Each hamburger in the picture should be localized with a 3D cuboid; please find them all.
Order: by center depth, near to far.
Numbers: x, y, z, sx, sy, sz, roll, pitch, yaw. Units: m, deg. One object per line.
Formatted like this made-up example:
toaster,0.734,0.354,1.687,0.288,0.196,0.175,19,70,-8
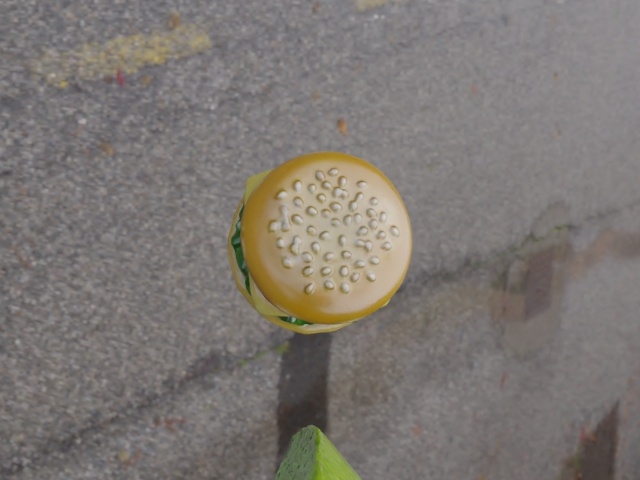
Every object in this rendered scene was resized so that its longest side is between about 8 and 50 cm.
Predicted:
hamburger,0.000,0.000,0.893,0.115,0.162,0.162,144,-33,-72

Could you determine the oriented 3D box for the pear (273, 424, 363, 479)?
pear,-0.015,0.255,0.595,0.288,0.139,0.239,-61,175,-16
